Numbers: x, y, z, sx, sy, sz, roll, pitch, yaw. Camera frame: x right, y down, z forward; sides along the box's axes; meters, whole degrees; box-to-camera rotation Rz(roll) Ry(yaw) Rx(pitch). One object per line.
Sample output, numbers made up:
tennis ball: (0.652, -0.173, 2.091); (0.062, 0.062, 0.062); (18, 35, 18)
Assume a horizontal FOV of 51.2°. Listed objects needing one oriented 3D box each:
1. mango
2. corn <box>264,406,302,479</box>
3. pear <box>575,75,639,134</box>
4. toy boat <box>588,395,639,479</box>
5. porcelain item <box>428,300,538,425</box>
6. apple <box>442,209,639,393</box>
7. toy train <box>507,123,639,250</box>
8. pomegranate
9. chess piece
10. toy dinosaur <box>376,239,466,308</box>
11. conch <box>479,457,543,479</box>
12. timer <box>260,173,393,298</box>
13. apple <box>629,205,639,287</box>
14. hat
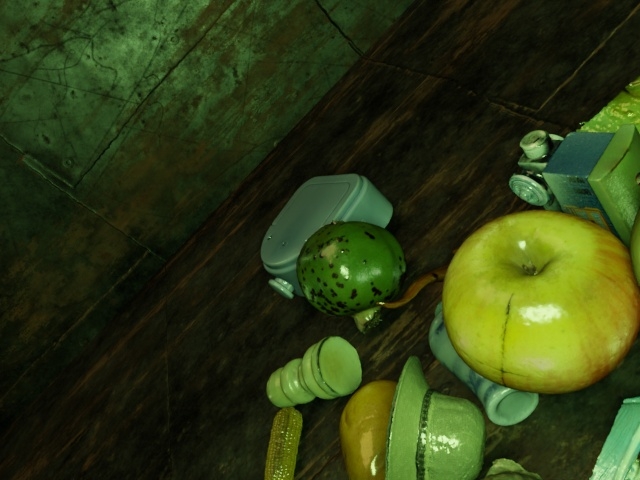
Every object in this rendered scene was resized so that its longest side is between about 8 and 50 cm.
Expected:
mango: (0.101, 0.359, 1.225); (0.147, 0.109, 0.227); (-5, 43, 24)
corn: (-0.080, 0.449, 1.441); (0.068, 0.068, 0.207); (-32, 28, 32)
pear: (0.632, -0.196, 1.144); (0.288, 0.139, 0.239); (-43, 39, 2)
toy boat: (0.410, 0.297, 0.855); (0.102, 0.088, 0.215); (22, 67, 28)
porcelain item: (0.275, 0.196, 1.156); (0.141, 0.141, 0.259); (-42, 34, 14)
apple: (0.322, 0.095, 0.986); (0.286, 0.233, 0.286); (-11, 47, 12)
toy train: (0.435, -0.050, 1.052); (0.131, 0.299, 0.202); (-52, 32, -14)
pomegranate: (0.077, 0.079, 1.543); (0.254, 0.270, 0.254); (-22, -7, -3)
chess piece: (-0.033, 0.312, 1.510); (0.243, 0.133, 0.133); (-31, 29, 42)
toy dinosaur: (0.290, 0.057, 1.296); (0.432, 0.097, 0.208); (-25, 1, -10)
conch: (0.265, 0.394, 0.944); (0.155, 0.130, 0.207); (7, 26, 23)
timer: (0.000, 0.000, 1.846); (0.395, 0.173, 0.395); (-36, 27, 22)
apple: (0.537, -0.001, 0.818); (0.292, 0.292, 0.254); (-36, 15, 25)
hat: (0.196, 0.317, 1.064); (0.130, 0.257, 0.257); (4, 49, 21)
